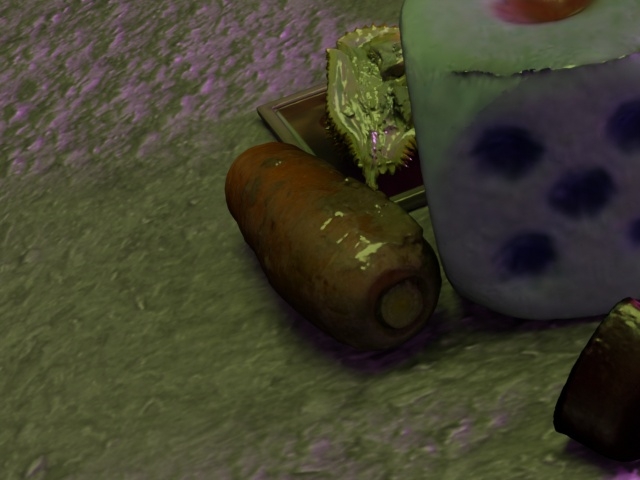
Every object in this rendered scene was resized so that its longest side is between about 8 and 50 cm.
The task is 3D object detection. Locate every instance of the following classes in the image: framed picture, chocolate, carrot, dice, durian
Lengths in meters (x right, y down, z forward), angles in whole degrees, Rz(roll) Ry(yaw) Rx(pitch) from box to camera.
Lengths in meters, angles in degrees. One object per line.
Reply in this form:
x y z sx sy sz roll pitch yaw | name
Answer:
0.075 -0.113 1.914 0.211 0.020 0.289 -21 33 -10 | framed picture
0.262 0.105 1.418 0.149 0.125 0.080 -29 51 -30 | chocolate
0.000 0.000 1.668 0.139 0.138 0.302 -25 26 -17 | carrot
0.219 -0.105 1.615 0.265 0.262 0.268 -10 33 5 | dice
0.074 -0.122 1.833 0.146 0.102 0.208 -3 57 22 | durian
